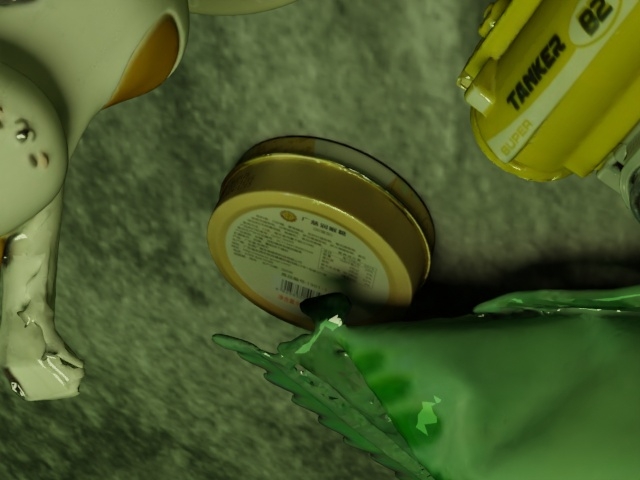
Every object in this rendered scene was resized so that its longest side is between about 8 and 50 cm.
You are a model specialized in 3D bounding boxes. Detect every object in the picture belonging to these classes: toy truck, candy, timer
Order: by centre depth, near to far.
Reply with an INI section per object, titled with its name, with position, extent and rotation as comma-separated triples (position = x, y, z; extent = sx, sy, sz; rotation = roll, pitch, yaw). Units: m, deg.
[timer]
position = -0.077, -0.091, 0.628
extent = 0.175, 0.266, 0.175
rotation = 15, 143, 12
[toy truck]
position = 0.133, -0.091, 0.651
extent = 0.114, 0.098, 0.227
rotation = 33, 145, -1
[candy]
position = 0.152, 0.122, 0.859
extent = 0.397, 0.172, 0.263
rotation = 5, 144, 40

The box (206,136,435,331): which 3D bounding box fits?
[box]
position = 0.000, 0.000, 0.893
extent = 0.105, 0.037, 0.105
rotation = 16, 144, 12
